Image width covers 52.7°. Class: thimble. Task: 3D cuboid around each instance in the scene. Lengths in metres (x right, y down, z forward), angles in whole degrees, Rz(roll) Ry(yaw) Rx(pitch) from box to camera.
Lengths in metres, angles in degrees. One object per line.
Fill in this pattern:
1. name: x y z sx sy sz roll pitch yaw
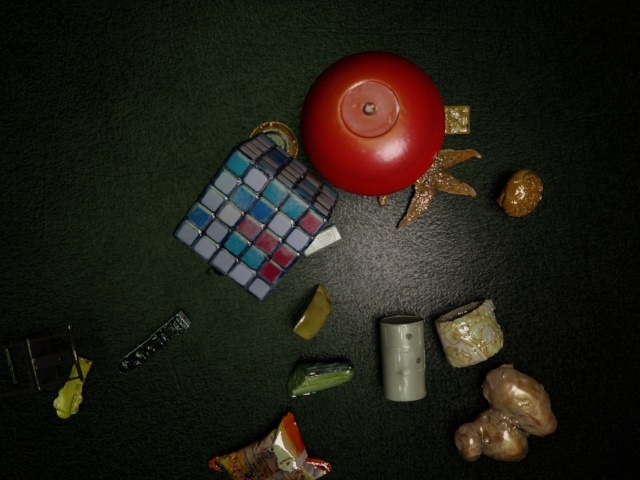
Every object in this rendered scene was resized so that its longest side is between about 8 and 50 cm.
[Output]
1. thimble: 0.430 0.262 1.840 0.191 0.137 0.143 -24 94 -17

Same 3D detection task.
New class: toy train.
1. toy train: -0.471 0.290 1.812 0.234 0.051 0.052 -39 96 2

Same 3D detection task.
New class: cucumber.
1. cucumber: -0.003 0.379 1.842 0.193 0.085 0.115 -6 138 -5

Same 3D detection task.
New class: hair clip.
1. hair clip: -0.693 0.412 1.805 0.072 0.046 0.173 18 91 4

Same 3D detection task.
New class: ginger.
1. ginger: 0.527 0.522 1.854 0.245 0.155 0.304 34 90 -8

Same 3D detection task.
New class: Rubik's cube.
1. Rubik's cube: -0.155 -0.071 1.662 0.292 0.293 0.287 38 108 -7

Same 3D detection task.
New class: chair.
1. chair: -0.762 0.323 1.743 0.260 0.141 0.154 -12 93 -1

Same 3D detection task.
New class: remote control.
1. remote control: 0.000 0.000 1.844 0.125 0.018 0.053 -27 97 -2

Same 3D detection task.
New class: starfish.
1. starfish: 0.315 -0.181 1.837 0.303 0.060 0.299 -3 92 -5

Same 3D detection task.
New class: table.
1. table: 0.234 0.330 1.833 0.127 0.126 0.219 -3 95 -4

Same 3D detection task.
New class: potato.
1. potato: -0.011 0.209 1.806 0.081 0.120 0.149 34 92 -5

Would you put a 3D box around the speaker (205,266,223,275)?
1. speaker: -0.275 0.075 1.801 0.060 0.075 0.094 40 115 2

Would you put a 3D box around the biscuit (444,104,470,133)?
1. biscuit: 0.388 -0.346 1.850 0.082 0.018 0.083 0 94 -4

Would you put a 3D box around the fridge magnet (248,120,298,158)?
1. fridge magnet: -0.132 -0.260 1.792 0.143 0.063 0.143 0 94 -1

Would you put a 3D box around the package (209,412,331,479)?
1. package: -0.145 0.645 1.836 0.288 0.108 0.223 -35 94 1

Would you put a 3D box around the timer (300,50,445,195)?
1. timer: 0.135 -0.303 1.688 0.378 0.279 0.377 0 87 8

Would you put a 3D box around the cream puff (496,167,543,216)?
1. cream puff: 0.568 -0.129 1.822 0.103 0.126 0.143 39 126 22
